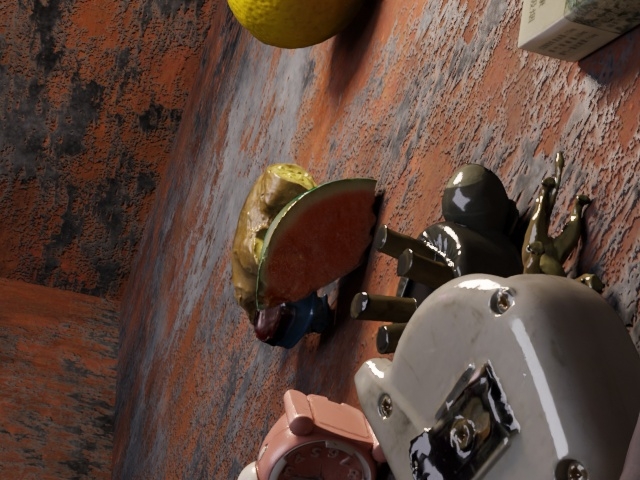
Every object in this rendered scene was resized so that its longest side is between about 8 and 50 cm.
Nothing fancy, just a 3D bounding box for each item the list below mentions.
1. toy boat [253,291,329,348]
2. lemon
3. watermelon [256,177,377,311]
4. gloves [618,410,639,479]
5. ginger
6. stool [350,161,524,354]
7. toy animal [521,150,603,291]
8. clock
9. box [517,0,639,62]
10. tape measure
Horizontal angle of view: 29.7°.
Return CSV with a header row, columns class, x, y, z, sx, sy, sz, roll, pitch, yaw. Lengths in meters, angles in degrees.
class,x,y,z,sx,sy,sz,roll,pitch,yaw
toy boat,-0.037,0.108,1.808,0.223,0.097,0.100,128,139,-67
lemon,-0.038,-0.445,1.976,0.267,0.267,0.267,-167,90,-74
watermelon,-0.025,-0.007,1.724,0.128,0.231,0.146,64,166,-11
gloves,0.260,0.094,0.749,0.119,0.142,0.286,53,-135,-74
ginger,-0.086,0.003,1.965,0.219,0.123,0.270,-101,35,-77
stool,0.121,0.038,1.235,0.153,0.139,0.228,136,141,-54
toy animal,0.210,0.017,1.085,0.086,0.069,0.220,119,162,-70
clock,-0.007,0.276,1.462,0.162,0.166,0.093,-64,18,16
box,0.274,-0.280,1.092,0.256,0.069,0.164,151,130,-69
tape measure,0.147,0.153,0.986,0.265,0.130,0.258,-61,37,37
